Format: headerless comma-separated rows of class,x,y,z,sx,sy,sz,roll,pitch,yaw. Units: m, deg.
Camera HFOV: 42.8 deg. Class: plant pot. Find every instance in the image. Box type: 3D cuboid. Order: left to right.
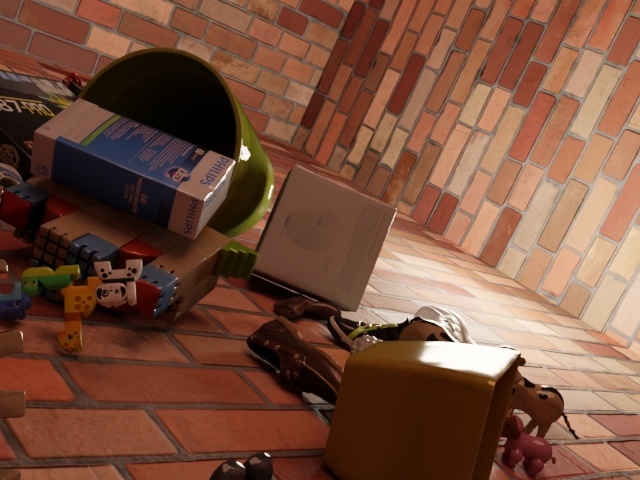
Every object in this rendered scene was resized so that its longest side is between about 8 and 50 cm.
plant pot,-0.258,-0.145,1.625,0.366,0.366,0.353,29,1,20
plant pot,0.124,0.232,1.034,0.187,0.212,0.212,15,7,21

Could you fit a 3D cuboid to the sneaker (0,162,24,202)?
sneaker,-0.578,-0.107,1.348,0.081,0.080,0.211,30,13,39

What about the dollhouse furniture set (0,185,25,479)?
dollhouse furniture set,-0.338,0.102,0.565,0.259,0.262,0.135,-8,-5,31

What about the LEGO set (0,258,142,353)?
LEGO set,-0.328,0.087,0.989,0.227,0.093,0.087,-4,-20,-10

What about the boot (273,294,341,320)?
boot,-0.024,0.133,1.530,0.106,0.037,0.114,14,5,16

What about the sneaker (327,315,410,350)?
sneaker,0.130,0.176,1.504,0.235,0.097,0.084,25,11,1

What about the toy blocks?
toy blocks,-0.318,0.011,1.202,0.381,0.191,0.261,26,23,9

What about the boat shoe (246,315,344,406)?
boat shoe,-0.032,0.189,1.213,0.073,0.073,0.207,-28,38,-27

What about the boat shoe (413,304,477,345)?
boat shoe,0.239,0.199,1.630,0.096,0.098,0.277,21,13,-24

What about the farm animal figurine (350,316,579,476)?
farm animal figurine,0.248,0.229,1.326,0.327,0.172,0.330,31,13,30

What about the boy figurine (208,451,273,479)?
boy figurine,0.010,0.304,0.714,0.285,0.092,0.177,29,9,33

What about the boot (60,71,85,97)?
boot,-0.677,-0.348,1.983,0.244,0.176,0.088,20,14,-14

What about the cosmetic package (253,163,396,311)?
cosmetic package,0.000,0.000,1.642,0.225,0.224,0.138,24,-8,-7

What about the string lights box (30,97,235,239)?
string lights box,-0.272,-0.109,1.198,0.260,0.077,0.133,23,34,3

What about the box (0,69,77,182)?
box,-0.580,-0.222,1.679,0.318,0.097,0.395,41,16,14
